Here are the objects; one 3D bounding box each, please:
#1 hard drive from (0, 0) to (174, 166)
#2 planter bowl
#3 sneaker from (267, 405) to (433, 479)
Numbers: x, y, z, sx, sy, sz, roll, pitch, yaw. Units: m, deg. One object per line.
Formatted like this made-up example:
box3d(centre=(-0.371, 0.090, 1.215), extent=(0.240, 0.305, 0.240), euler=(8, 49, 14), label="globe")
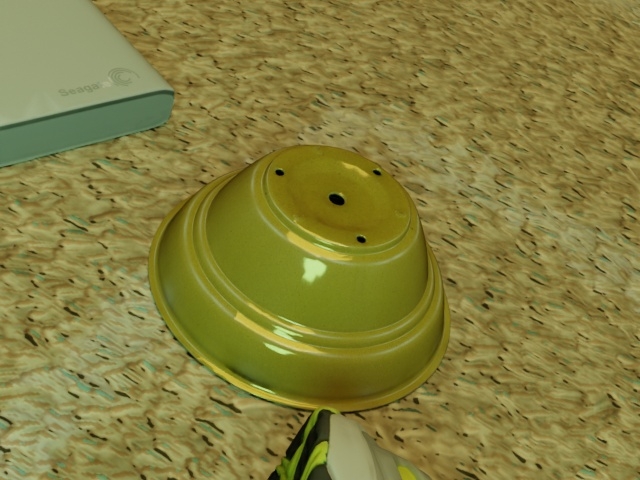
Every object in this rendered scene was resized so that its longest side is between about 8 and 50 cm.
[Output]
box3d(centre=(-0.281, -0.175, 0.791), extent=(0.203, 0.040, 0.307), euler=(-21, 56, -38), label="hard drive")
box3d(centre=(0.000, 0.000, 0.685), extent=(0.217, 0.090, 0.217), euler=(12, 41, -11), label="planter bowl")
box3d(centre=(0.033, 0.207, 0.388), extent=(0.147, 0.145, 0.385), euler=(27, 26, -8), label="sneaker")
